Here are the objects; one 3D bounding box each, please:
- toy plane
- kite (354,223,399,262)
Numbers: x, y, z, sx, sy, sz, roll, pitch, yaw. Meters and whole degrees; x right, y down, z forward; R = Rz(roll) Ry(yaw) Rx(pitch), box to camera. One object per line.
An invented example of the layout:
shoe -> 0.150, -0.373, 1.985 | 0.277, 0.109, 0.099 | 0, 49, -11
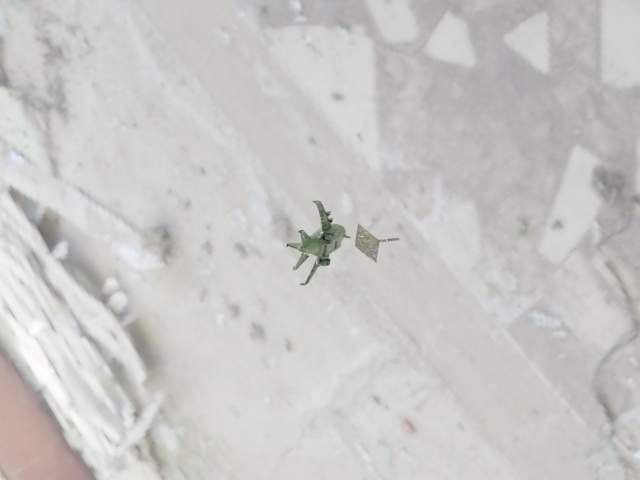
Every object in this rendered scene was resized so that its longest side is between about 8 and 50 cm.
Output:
toy plane -> 0.002, 0.001, 1.103 | 0.033, 0.083, 0.080 | 18, 113, 28
kite -> 0.061, 0.007, 1.352 | 0.078, 0.002, 0.044 | 21, 131, 46
